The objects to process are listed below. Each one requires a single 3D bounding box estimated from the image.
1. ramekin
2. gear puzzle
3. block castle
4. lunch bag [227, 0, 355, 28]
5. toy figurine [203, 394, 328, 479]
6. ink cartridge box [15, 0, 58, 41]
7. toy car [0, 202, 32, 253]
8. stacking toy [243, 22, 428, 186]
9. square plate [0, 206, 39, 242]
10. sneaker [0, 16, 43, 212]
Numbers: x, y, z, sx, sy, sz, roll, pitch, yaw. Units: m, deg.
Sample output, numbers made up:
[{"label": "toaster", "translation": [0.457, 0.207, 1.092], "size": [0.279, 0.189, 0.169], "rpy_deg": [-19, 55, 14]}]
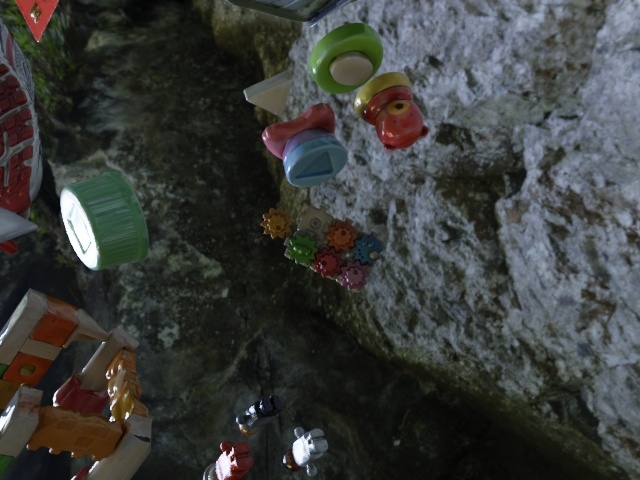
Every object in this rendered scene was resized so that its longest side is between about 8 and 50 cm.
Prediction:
[{"label": "ramekin", "translation": [-0.679, -0.055, 1.420], "size": [0.148, 0.303, 0.303], "rpy_deg": [-24, -127, -41]}, {"label": "gear puzzle", "translation": [0.000, 0.000, 1.229], "size": [0.338, 0.044, 0.176], "rpy_deg": [27, -85, -5]}, {"label": "block castle", "translation": [-0.472, 0.209, 0.596], "size": [0.213, 0.453, 0.303], "rpy_deg": [-54, -143, 4]}, {"label": "lunch bag", "translation": [0.015, -0.460, 0.710], "size": [0.287, 0.235, 0.169], "rpy_deg": [-9, -92, -44]}, {"label": "toy figurine", "translation": [-0.109, 0.456, 0.944], "size": [0.213, 0.148, 0.209], "rpy_deg": [36, -148, -4]}, {"label": "ink cartridge box", "translation": [-0.678, -0.682, 0.961], "size": [0.091, 0.308, 0.385], "rpy_deg": [-28, -93, -54]}, {"label": "toy car", "translation": [-0.673, -0.027, 0.914], "size": [0.182, 0.159, 0.136], "rpy_deg": [-15, -87, -19]}, {"label": "stacking toy", "translation": [0.037, -0.218, 0.842], "size": [0.308, 0.279, 0.130], "rpy_deg": [-28, -113, 11]}, {"label": "square plate", "translation": [-0.344, 0.039, 0.141], "size": [0.347, 0.049, 0.344], "rpy_deg": [-12, -168, -6]}, {"label": "sneaker", "translation": [-0.289, -0.128, 0.407], "size": [0.088, 0.093, 0.225], "rpy_deg": [-20, -104, -4]}]
